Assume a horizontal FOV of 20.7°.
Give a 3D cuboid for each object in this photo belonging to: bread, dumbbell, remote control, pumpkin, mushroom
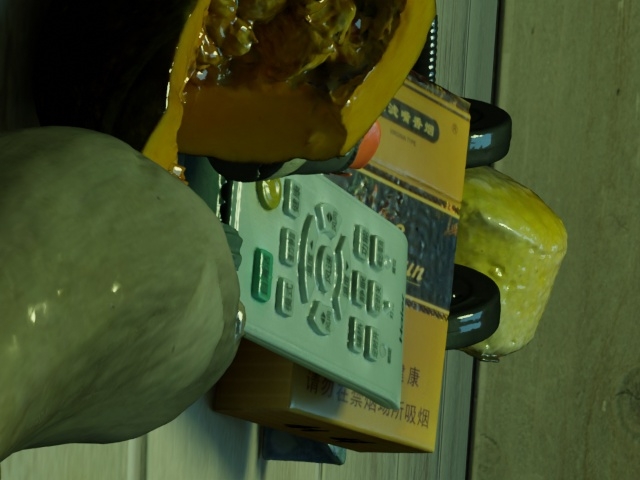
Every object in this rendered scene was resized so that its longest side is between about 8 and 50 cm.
[{"bbox_3d":[0.130,0.009,1.647,0.197,0.197,0.170,-40,144,-77],"label":"bread"},{"bbox_3d":[0.075,-0.018,1.377,0.143,0.143,0.325,-61,153,-69],"label":"dumbbell"},{"bbox_3d":[-0.021,0.012,0.915,0.293,0.051,0.103,35,55,-59],"label":"remote control"},{"bbox_3d":[-0.046,-0.077,0.690,0.183,0.108,0.119,-29,141,-45],"label":"pumpkin"},{"bbox_3d":[-0.094,0.022,0.526,0.247,0.096,0.108,-30,125,-73],"label":"mushroom"}]

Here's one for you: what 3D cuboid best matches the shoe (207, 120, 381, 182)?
[{"bbox_3d":[-0.018,-0.114,0.828,0.074,0.077,0.194,-30,-120,46],"label":"shoe"}]

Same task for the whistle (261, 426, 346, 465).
[{"bbox_3d":[0.000,0.000,1.195,0.062,0.062,0.304,-6,101,-81],"label":"whistle"}]

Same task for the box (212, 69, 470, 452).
[{"bbox_3d":[0.017,0.005,1.095,0.152,0.070,0.237,23,71,-48],"label":"box"}]
